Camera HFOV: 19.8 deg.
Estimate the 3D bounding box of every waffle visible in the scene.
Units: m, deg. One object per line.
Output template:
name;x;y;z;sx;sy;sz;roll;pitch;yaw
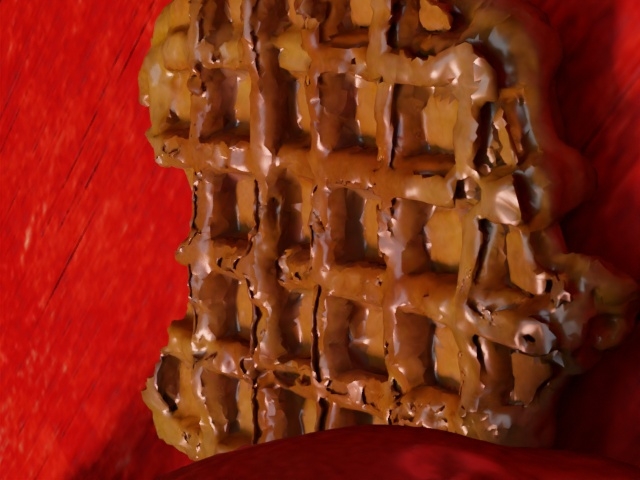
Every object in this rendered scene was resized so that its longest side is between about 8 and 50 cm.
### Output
waffle;0.002;0.000;0.678;0.291;0.051;0.291;14;107;54

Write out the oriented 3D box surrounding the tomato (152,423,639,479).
tomato;0.024;0.211;0.456;0.325;0.293;0.289;46;125;31
